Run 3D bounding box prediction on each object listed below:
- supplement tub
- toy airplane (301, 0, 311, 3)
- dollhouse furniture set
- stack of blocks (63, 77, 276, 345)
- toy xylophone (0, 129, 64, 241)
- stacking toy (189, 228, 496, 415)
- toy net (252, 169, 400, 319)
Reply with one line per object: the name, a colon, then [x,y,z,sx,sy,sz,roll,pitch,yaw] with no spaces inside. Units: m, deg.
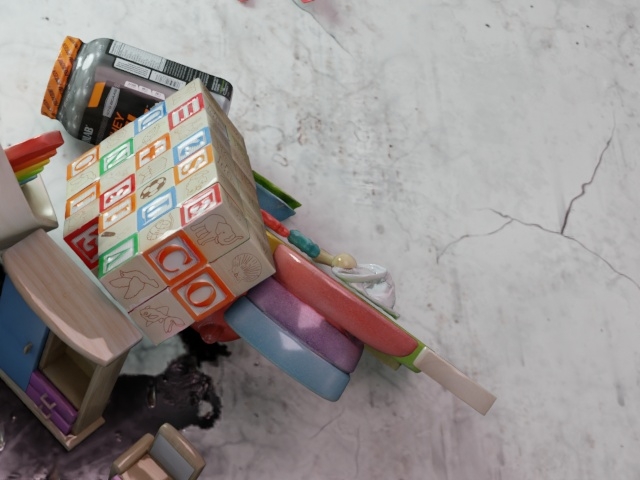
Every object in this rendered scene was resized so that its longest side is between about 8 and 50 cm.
supplement tub: [-0.200,-0.148,1.429,0.190,0.117,0.117,18,55,-8]
toy airplane: [-0.068,-0.343,1.653,0.151,0.028,0.151,9,56,-14]
dollhouse furniture set: [-0.294,0.195,1.130,0.286,0.198,0.303,45,56,10]
stack of blocks: [-0.152,-0.026,1.252,0.087,0.171,0.297,53,9,-28]
toy xylophone: [-0.344,-0.018,1.198,0.236,0.323,0.081,-23,92,-14]
stacking toy: [-0.004,0.105,1.291,0.279,0.309,0.130,37,90,-23]
toy net: [0.000,0.000,1.409,0.232,0.122,0.045,36,88,13]
